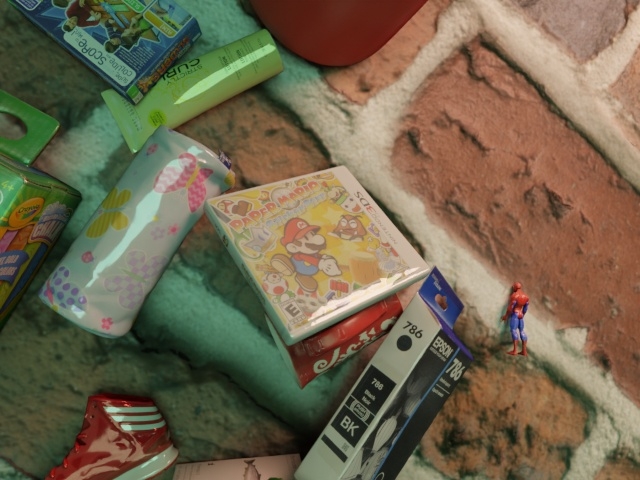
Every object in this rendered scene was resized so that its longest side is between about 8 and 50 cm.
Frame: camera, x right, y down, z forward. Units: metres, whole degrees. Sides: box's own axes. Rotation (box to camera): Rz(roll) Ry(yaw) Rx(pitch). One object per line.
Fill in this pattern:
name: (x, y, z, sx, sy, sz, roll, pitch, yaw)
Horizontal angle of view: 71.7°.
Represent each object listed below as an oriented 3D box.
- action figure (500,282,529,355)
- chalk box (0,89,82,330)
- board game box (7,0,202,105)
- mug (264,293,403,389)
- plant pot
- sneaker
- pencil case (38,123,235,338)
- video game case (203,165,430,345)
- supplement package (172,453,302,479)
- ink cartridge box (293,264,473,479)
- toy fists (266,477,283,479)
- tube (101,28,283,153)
action figure: (0.317, 0.126, 0.716, 0.038, 0.030, 0.115, 8, 84, -17)
chalk box: (-0.413, -0.036, 0.493, 0.180, 0.179, 0.288, 29, 85, -10)
board game box: (-0.277, -0.290, 0.574, 0.201, 0.035, 0.136, 40, 82, 3)
mug: (0.029, 0.121, 0.604, 0.169, 0.150, 0.113, -25, 115, -15)
plant pot: (0.058, -0.382, 0.530, 0.275, 0.243, 0.274, -2, 95, -24)
sneaker: (-0.311, 0.275, 0.574, 0.221, 0.087, 0.128, -19, 85, -23)
pencil case: (-0.225, -0.013, 0.566, 0.114, 0.124, 0.273, 30, 81, 30)
video game case: (0.000, 0.000, 0.564, 0.227, 0.026, 0.206, -20, 62, -33)
supplement package: (-0.109, 0.366, 0.591, 0.179, 0.105, 0.105, 0, 91, -12)
ink cartridge box: (0.116, 0.211, 0.617, 0.332, 0.065, 0.165, -56, 137, -7)
toy fists: (-0.090, 0.406, 0.493, 0.279, 0.096, 0.142, -42, 106, -3)
tube: (-0.169, -0.210, 0.606, 0.240, 0.070, 0.062, -26, 140, -4)
